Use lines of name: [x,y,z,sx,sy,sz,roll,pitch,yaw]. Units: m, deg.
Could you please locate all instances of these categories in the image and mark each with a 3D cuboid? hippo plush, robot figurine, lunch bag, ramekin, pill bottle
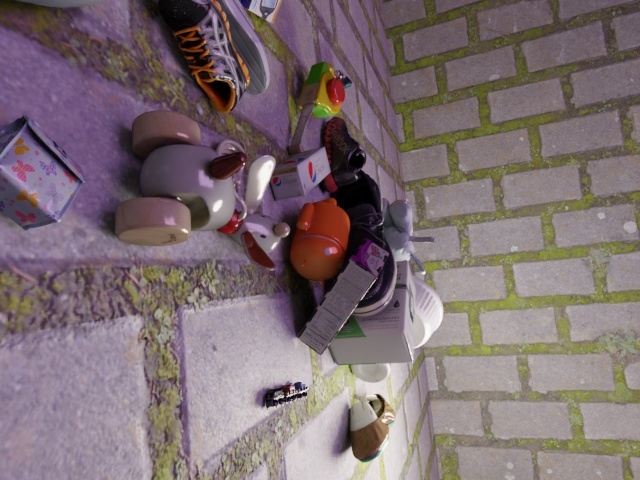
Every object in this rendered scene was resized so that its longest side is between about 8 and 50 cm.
hippo plush: [0.265,-0.009,1.457,0.236,0.294,0.234,48,60,-69]
robot figurine: [0.001,0.001,0.918,0.158,0.128,0.219,108,-4,-48]
lunch bag: [-0.256,-0.064,0.360,0.083,0.053,0.071,-90,162,-44]
ramekin: [0.273,0.254,1.390,0.127,0.273,0.273,-47,127,-49]
pill bottle: [0.170,0.329,1.266,0.208,0.119,0.119,-63,141,-56]

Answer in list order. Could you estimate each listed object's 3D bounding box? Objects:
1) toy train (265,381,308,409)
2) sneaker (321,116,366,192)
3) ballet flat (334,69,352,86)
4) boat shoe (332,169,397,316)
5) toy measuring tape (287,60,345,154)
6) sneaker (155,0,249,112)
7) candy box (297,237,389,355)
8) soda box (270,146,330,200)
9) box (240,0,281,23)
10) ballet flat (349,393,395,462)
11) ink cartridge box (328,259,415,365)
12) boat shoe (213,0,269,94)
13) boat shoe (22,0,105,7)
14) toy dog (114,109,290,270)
toy train: [-0.064,0.300,0.786,0.158,0.027,0.036,31,43,-64]
sneaker: [0.073,-0.267,1.199,0.097,0.135,0.276,53,34,-50]
ballet flat: [0.060,-0.539,1.359,0.203,0.074,0.074,-56,135,-58]
boat shoe: [0.103,-0.018,1.141,0.156,0.187,0.500,54,29,-43]
toy measuring tape: [-0.006,-0.335,1.061,0.121,0.121,0.330,53,44,-53]
sneaker: [-0.176,-0.289,0.617,0.215,0.084,0.083,52,41,-56]
candy box: [0.053,0.123,0.903,0.233,0.071,0.159,-58,173,24]
soda box: [-0.043,-0.160,0.933,0.216,0.074,0.069,-56,134,-61]
box: [-0.123,-0.522,0.855,0.081,0.028,0.136,-61,173,22]
ballet flat: [0.146,0.521,1.174,0.124,0.116,0.342,66,16,14]
ink cartridge box: [0.151,0.197,1.136,0.289,0.211,0.121,-71,145,-53]
boat shoe: [-0.149,-0.376,0.711,0.076,0.083,0.226,-77,151,-42]
boat shoe: [-0.267,-0.261,0.321,0.306,0.113,0.105,-41,116,-48]
toy dog: [-0.119,-0.060,0.568,0.334,0.161,0.220,-19,101,-69]
